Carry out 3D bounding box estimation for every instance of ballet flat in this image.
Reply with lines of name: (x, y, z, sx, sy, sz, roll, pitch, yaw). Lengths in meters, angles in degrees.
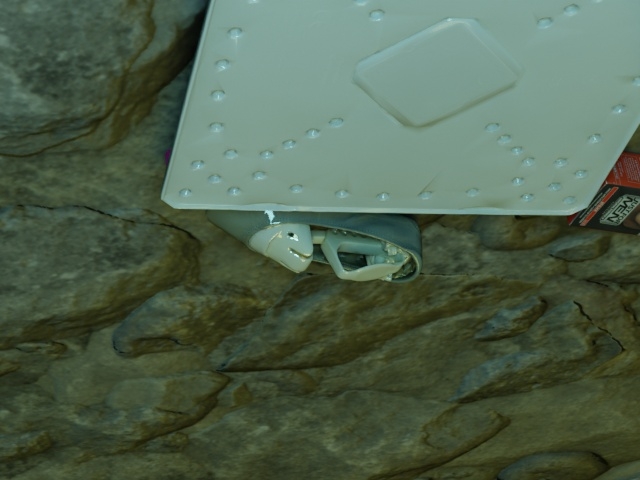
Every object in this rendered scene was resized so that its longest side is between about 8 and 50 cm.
ballet flat: (0.000, 0.000, 1.581, 0.213, 0.068, 0.072, 8, 144, -25)

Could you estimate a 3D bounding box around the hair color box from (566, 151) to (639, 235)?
hair color box: (0.302, -0.041, 1.613, 0.141, 0.043, 0.072, 6, 144, -24)

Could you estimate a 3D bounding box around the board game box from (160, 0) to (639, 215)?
board game box: (0.090, -0.150, 1.385, 0.390, 0.050, 0.390, 0, 147, -15)
